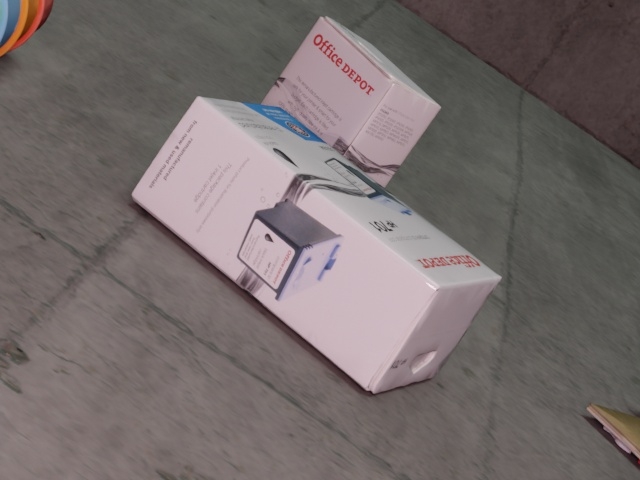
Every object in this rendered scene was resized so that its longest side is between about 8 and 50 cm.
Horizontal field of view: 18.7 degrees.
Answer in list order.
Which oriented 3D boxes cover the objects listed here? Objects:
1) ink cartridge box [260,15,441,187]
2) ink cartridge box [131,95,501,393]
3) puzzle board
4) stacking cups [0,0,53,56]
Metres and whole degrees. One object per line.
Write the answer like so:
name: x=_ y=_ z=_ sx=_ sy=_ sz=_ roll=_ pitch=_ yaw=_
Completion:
ink cartridge box: x=0.004 y=-0.068 z=1.317 sx=0.056 sy=0.135 sz=0.099 roll=23 pitch=18 yaw=-44
ink cartridge box: x=0.000 y=0.000 z=1.188 sx=0.190 sy=0.082 sz=0.139 roll=37 pitch=13 yaw=16
puzzle board: x=0.254 y=0.165 z=1.383 sx=0.096 sy=0.011 sz=0.128 roll=20 pitch=20 yaw=-51
stacking cups: x=-0.215 y=-0.131 z=1.135 sx=0.096 sy=0.096 sz=0.316 roll=35 pitch=9 yaw=0
